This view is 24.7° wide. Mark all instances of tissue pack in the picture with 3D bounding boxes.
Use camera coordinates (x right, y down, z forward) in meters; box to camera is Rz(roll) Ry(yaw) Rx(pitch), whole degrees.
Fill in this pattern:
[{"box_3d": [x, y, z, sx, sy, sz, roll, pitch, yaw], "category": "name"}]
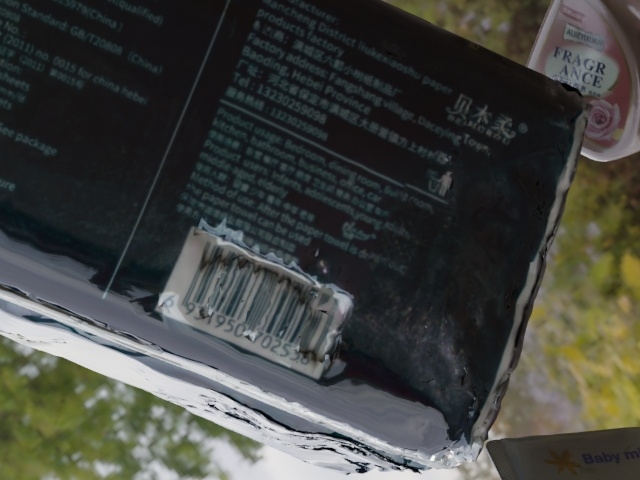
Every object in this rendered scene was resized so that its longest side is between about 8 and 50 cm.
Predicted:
[{"box_3d": [-0.088, -0.043, 0.893, 0.416, 0.264, 0.253, 23, 167, -16], "category": "tissue pack"}]

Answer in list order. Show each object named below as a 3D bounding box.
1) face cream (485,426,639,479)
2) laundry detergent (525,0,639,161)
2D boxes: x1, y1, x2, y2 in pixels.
[{"box_3d": [0.234, 0.170, 1.012, 0.114, 0.224, 0.070, -111, 27, -52], "category": "face cream"}, {"box_3d": [0.303, -0.197, 1.442, 0.171, 0.237, 0.076, 32, -154, 23], "category": "laundry detergent"}]
